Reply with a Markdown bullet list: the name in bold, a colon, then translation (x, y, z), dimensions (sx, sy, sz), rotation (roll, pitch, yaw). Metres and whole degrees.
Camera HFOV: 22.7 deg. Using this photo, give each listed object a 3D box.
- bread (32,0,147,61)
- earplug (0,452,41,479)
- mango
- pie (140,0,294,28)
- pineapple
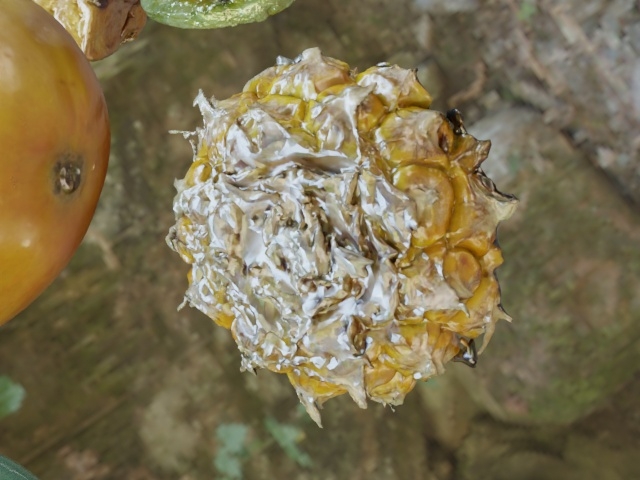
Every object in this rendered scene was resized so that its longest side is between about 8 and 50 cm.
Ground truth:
- **bread**: translation (-0.243, -0.259, 1.516), dimensions (0.158, 0.143, 0.149), rotation (12, 104, 13)
- **earplug**: translation (-0.283, 0.226, 0.922), dimensions (0.280, 0.257, 0.164), rotation (-56, 43, 36)
- **mango**: translation (-0.184, -0.020, 0.662), dimensions (0.120, 0.221, 0.151), rotation (6, -122, -57)
- **pie**: translation (-0.039, -0.113, 0.663), dimensions (0.084, 0.084, 0.021), rotation (33, 152, 47)
- **pineapple**: translation (0.000, 0.000, 0.858), dimensions (0.225, 0.076, 0.224), rotation (8, 106, 30)
